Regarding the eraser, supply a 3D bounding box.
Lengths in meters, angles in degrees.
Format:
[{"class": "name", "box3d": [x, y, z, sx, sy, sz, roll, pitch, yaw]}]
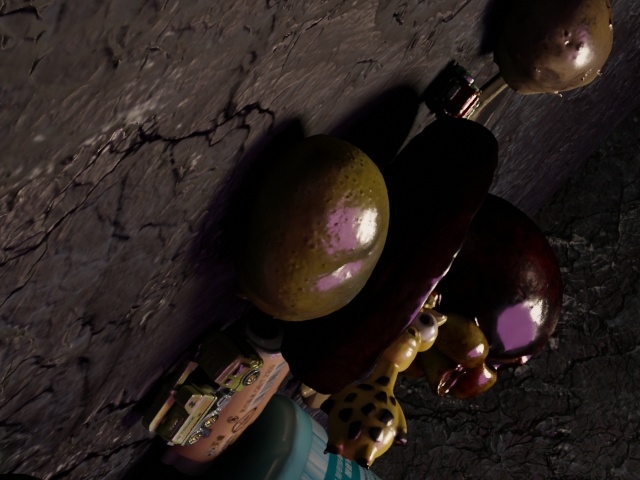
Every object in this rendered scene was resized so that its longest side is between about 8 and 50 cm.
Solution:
[{"class": "eraser", "box3d": [-0.120, 0.215, 1.695, 0.171, 0.087, 0.290, -30, 158, -51]}]

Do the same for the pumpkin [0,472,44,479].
[{"class": "pumpkin", "box3d": [-0.328, 0.325, 1.128, 0.211, 0.152, 0.211, -45, 162, -19]}]

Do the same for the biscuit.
[{"class": "biscuit", "box3d": [0.078, 0.008, 1.486, 0.407, 0.091, 0.407, -56, -172, 12]}]

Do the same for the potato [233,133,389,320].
[{"class": "potato", "box3d": [-0.010, -0.012, 1.246, 0.169, 0.143, 0.248, -37, 155, -31]}]

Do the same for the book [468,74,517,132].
[{"class": "book", "box3d": [0.201, -0.138, 1.862, 0.374, 0.028, 0.262, -41, 168, -33]}]

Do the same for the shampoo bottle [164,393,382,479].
[{"class": "shampoo bottle", "box3d": [-0.053, 0.472, 1.865, 0.331, 0.342, 0.331, -37, -157, 19]}]

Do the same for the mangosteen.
[{"class": "mangosteen", "box3d": [0.203, 0.088, 1.742, 0.347, 0.307, 0.307, -57, 175, -37]}]

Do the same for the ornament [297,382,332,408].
[{"class": "ornament", "box3d": [0.015, 0.278, 2.426, 0.245, 0.061, 0.230, -44, 166, -35]}]

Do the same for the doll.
[{"class": "doll", "box3d": [0.086, 0.171, 1.513, 0.291, 0.117, 0.086, -63, 177, -36]}]

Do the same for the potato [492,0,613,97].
[{"class": "potato", "box3d": [0.322, -0.277, 1.560, 0.165, 0.165, 0.262, -48, 172, -5]}]

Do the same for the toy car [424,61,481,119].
[{"class": "toy car", "box3d": [0.187, -0.191, 1.575, 0.073, 0.054, 0.143, -51, 168, 5]}]

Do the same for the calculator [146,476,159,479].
[{"class": "calculator", "box3d": [-0.330, 0.464, 1.857, 0.190, 0.034, 0.126, -49, 169, -28]}]

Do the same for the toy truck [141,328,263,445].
[{"class": "toy truck", "box3d": [-0.162, 0.192, 1.499, 0.169, 0.077, 0.100, -46, 155, 5]}]
